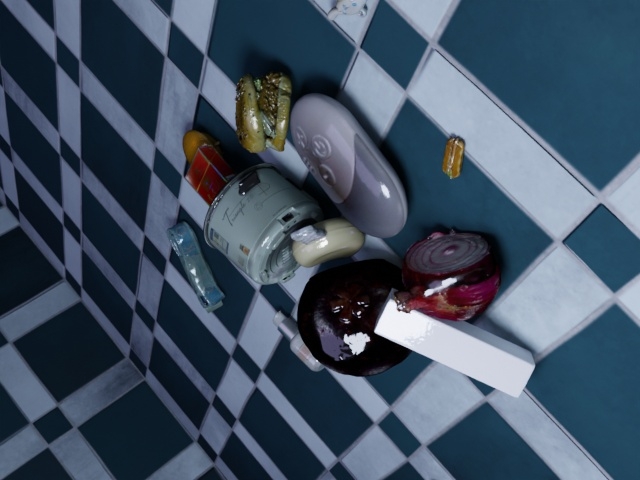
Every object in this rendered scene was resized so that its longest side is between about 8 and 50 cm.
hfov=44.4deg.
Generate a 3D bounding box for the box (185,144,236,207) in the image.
[{"bbox_3d":[-0.252,-0.136,1.931,0.175,0.048,0.112,48,135,17],"label":"box"}]

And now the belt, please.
[{"bbox_3d":[-0.382,0.084,2.413,0.087,0.072,0.302,7,125,55],"label":"belt"}]

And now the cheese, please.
[{"bbox_3d":[0.018,-0.008,1.636,0.249,0.163,0.071,93,158,-75],"label":"cheese"}]

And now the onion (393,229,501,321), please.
[{"bbox_3d":[0.220,0.085,1.437,0.195,0.218,0.140,20,136,45],"label":"onion"}]

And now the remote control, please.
[{"bbox_3d":[0.054,-0.147,1.557,0.332,0.103,0.221,52,158,4],"label":"remote control"}]

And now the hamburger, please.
[{"bbox_3d":[-0.124,-0.267,1.632,0.185,0.113,0.177,-104,21,-65],"label":"hamburger"}]

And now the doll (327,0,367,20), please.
[{"bbox_3d":[0.037,-0.431,1.362,0.113,0.071,0.135,31,152,4],"label":"doll"}]

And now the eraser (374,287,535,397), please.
[{"bbox_3d":[0.254,0.194,1.494,0.298,0.078,0.076,25,105,1],"label":"eraser"}]

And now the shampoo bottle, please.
[{"bbox_3d":[-0.056,0.274,2.141,0.192,0.074,0.074,41,146,22],"label":"shampoo bottle"}]

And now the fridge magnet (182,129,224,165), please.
[{"bbox_3d":[-0.301,-0.221,2.017,0.143,0.063,0.143,33,143,29],"label":"fridge magnet"}]

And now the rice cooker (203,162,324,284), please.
[{"bbox_3d":[-0.133,-0.042,1.782,0.227,0.241,0.280,39,157,24],"label":"rice cooker"}]

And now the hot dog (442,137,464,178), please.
[{"bbox_3d":[0.237,-0.146,1.385,0.037,0.021,0.083,28,140,21],"label":"hot dog"}]

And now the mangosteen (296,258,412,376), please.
[{"bbox_3d":[0.088,0.161,1.685,0.287,0.287,0.233,-15,97,58],"label":"mangosteen"}]
